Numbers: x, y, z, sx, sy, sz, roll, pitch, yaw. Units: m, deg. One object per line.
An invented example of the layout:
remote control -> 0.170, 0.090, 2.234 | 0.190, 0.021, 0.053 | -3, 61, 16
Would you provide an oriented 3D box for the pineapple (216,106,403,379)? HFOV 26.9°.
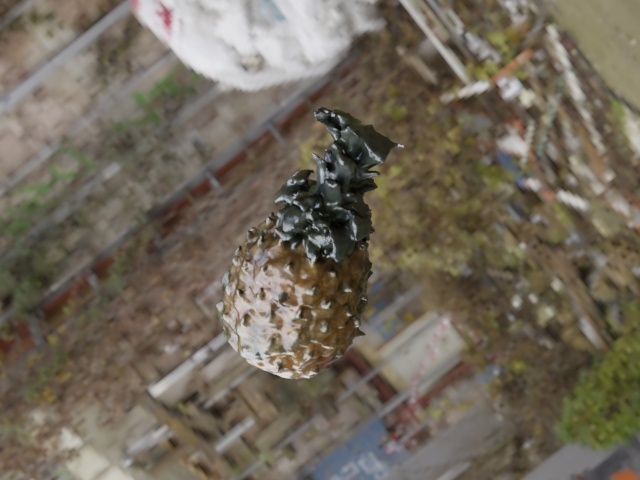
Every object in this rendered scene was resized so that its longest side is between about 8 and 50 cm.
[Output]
pineapple -> 0.000, 0.000, 0.905 | 0.108, 0.198, 0.108 | 17, -147, -11
